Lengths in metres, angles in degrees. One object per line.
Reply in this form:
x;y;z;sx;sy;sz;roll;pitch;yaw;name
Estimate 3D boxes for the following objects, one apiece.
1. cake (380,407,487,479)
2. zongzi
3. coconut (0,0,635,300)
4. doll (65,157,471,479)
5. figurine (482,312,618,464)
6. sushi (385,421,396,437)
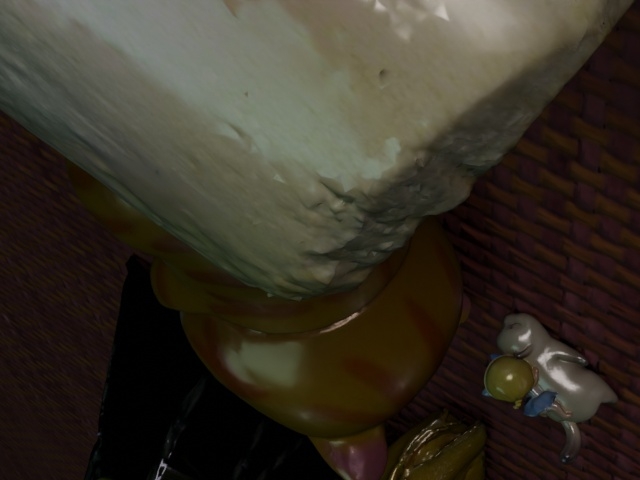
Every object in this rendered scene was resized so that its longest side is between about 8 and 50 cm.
0.085;0.166;0.937;0.080;0.116;0.185;38;-172;32;cake
-0.065;0.196;1.020;0.383;0.362;0.319;3;171;11;zongzi
-0.025;-0.125;0.410;0.244;0.239;0.239;42;154;-3;coconut
-0.016;-0.012;0.660;0.162;0.166;0.269;26;153;33;doll
0.128;0.085;0.736;0.083;0.050;0.047;42;149;-1;figurine
0.023;0.123;0.933;0.055;0.052;0.120;24;149;31;sushi
